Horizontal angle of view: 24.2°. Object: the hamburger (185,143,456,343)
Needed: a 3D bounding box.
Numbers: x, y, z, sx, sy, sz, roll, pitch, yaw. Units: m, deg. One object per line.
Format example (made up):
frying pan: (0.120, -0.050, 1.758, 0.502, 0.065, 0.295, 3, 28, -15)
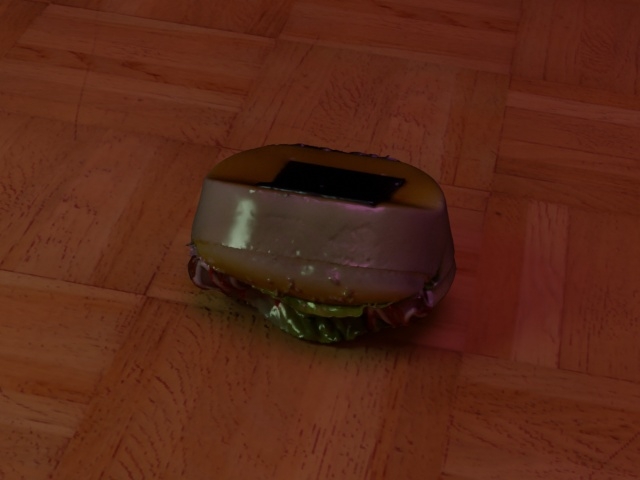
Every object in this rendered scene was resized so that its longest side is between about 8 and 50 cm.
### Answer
hamburger: (0.000, 0.000, 1.155, 0.210, 0.116, 0.173, 9, 24, 12)
